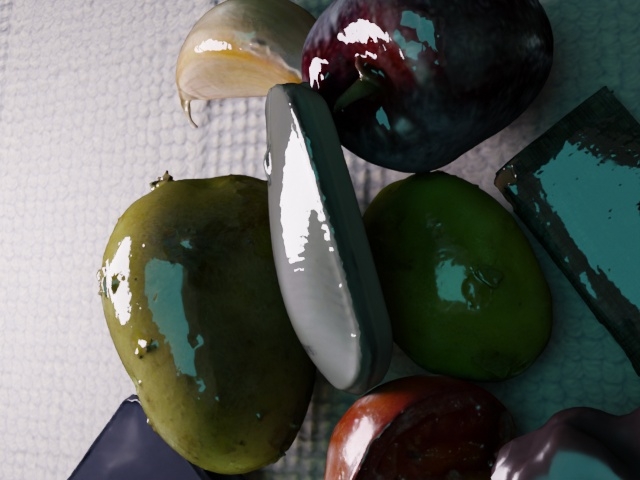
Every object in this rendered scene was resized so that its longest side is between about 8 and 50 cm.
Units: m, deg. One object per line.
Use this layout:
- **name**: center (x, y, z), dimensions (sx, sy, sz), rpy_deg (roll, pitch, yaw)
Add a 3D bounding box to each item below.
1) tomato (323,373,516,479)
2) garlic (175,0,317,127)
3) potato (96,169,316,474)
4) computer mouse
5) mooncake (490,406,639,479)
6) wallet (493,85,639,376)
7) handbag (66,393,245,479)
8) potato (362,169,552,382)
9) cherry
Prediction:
- **tomato**: center (0.090, 0.243, 0.977), dimensions (0.139, 0.200, 0.233), rpy_deg (25, 99, 60)
- **garlic**: center (-0.097, -0.239, 1.213), dimensions (0.244, 0.145, 0.164), rpy_deg (-2, 111, 32)
- **potato**: center (-0.131, 0.092, 1.083), dimensions (0.269, 0.219, 0.359), rpy_deg (0, 69, -9)
- **computer mouse**: center (-0.006, 0.001, 0.948), dimensions (0.095, 0.197, 0.331), rpy_deg (-17, 94, -12)
- **mooncake**: center (0.292, 0.323, 0.812), dimensions (0.381, 0.212, 0.351), rpy_deg (-8, 72, 17)
- **wallet**: center (0.332, 0.001, 0.957), dimensions (0.169, 0.044, 0.317), rpy_deg (-40, 65, 17)
- **handbag**: center (-0.218, 0.384, 1.162), dimensions (0.269, 0.118, 0.326), rpy_deg (49, 114, 29)
- **potato**: center (0.140, 0.039, 0.994), dimensions (0.186, 0.148, 0.253), rpy_deg (-42, 69, -6)
- **cherry**: center (0.113, -0.189, 0.982), dimensions (0.255, 0.296, 0.218), rpy_deg (-32, 79, 49)
